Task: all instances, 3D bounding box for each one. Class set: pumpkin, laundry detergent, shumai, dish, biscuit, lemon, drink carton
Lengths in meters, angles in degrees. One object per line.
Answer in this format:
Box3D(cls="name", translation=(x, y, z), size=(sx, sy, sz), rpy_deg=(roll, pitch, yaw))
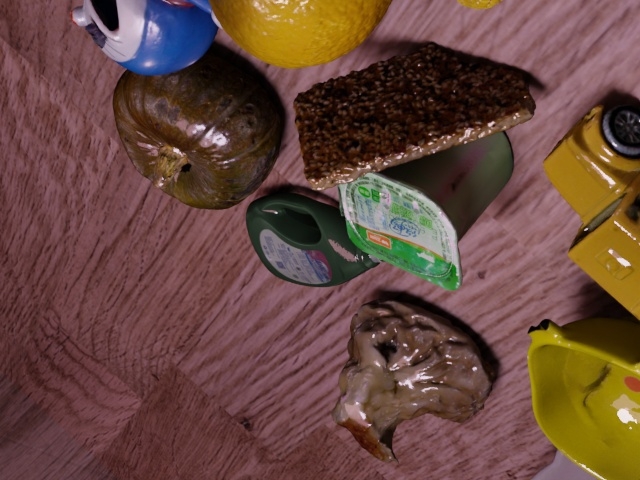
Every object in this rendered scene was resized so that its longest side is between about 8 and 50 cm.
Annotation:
Box3D(cls="pumpkin", translation=(-0.157, -0.127, 1.720), size=(0.219, 0.162, 0.219), rpy_deg=(28, 150, 17))
Box3D(cls="laundry detergent", translation=(0.000, 0.000, 1.796), size=(0.211, 0.063, 0.137), rpy_deg=(5, 128, 48))
Box3D(cls="shumai", translation=(0.102, 0.184, 1.800), size=(0.206, 0.175, 0.166), rpy_deg=(23, 146, 26))
Box3D(cls="dish", translation=(0.340, 0.163, 1.543), size=(0.221, 0.108, 0.262), rpy_deg=(18, 145, 38))
Box3D(cls="biscuit", translation=(0.088, -0.136, 1.420), size=(0.237, 0.131, 0.026), rpy_deg=(-19, 143, 12))
Box3D(cls="lemon", translation=(-0.017, -0.264, 1.331), size=(0.188, 0.188, 0.256), rpy_deg=(34, 153, 15))
Box3D(cls="drink carton", translation=(0.118, -0.060, 1.483), size=(0.146, 0.142, 0.144), rpy_deg=(27, 150, 28))

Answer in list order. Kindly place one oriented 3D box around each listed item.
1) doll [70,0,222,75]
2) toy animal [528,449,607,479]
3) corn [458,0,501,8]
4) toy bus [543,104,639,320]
Box3D(cls="doll", translation=(-0.164, -0.281, 1.519), size=(0.215, 0.161, 0.257), rpy_deg=(64, 145, 20))
Box3D(cls="toy animal", translation=(0.373, 0.382, 1.740), size=(0.265, 0.206, 0.272), rpy_deg=(35, 134, -12))
Box3D(cls="corn", translation=(0.143, -0.266, 1.225), size=(0.067, 0.067, 0.206), rpy_deg=(34, 162, 15))
Box3D(cls="toy bus", translation=(0.344, 0.026, 1.333), size=(0.335, 0.123, 0.121), rpy_deg=(41, 152, 1))
